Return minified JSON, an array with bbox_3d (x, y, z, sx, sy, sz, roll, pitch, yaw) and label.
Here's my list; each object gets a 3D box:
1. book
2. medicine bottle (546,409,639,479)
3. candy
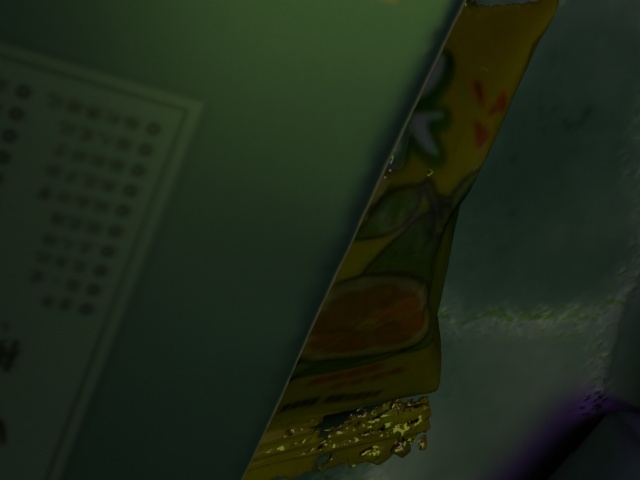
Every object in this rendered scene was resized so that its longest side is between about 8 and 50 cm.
[{"bbox_3d":[-0.125,0.006,0.424,0.264,0.031,0.379,17,114,-19],"label":"book"},{"bbox_3d":[0.156,0.222,0.760,0.225,0.139,0.139,-50,135,8],"label":"medicine bottle"},{"bbox_3d":[0.000,0.000,0.531,0.187,0.081,0.297,-9,133,-30],"label":"candy"}]
